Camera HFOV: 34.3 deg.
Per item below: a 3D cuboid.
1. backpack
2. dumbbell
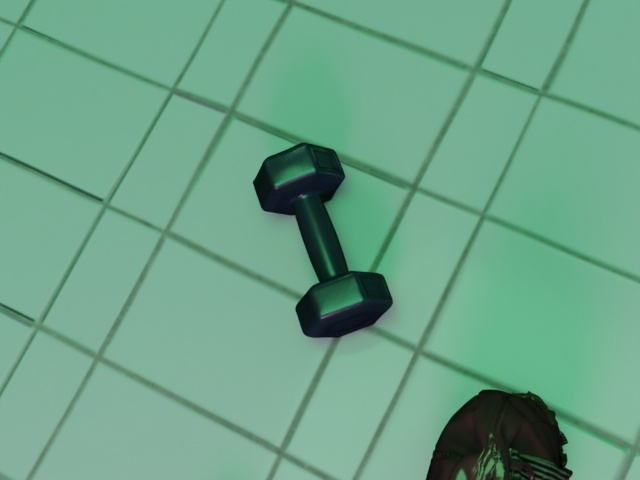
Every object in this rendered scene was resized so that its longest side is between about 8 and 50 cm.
[{"bbox_3d":[0.251,0.339,1.472,0.197,0.317,0.283,17,75,17],"label":"backpack"},{"bbox_3d":[0.000,-0.001,1.722,0.143,0.156,0.316,-11,68,-24],"label":"dumbbell"}]
